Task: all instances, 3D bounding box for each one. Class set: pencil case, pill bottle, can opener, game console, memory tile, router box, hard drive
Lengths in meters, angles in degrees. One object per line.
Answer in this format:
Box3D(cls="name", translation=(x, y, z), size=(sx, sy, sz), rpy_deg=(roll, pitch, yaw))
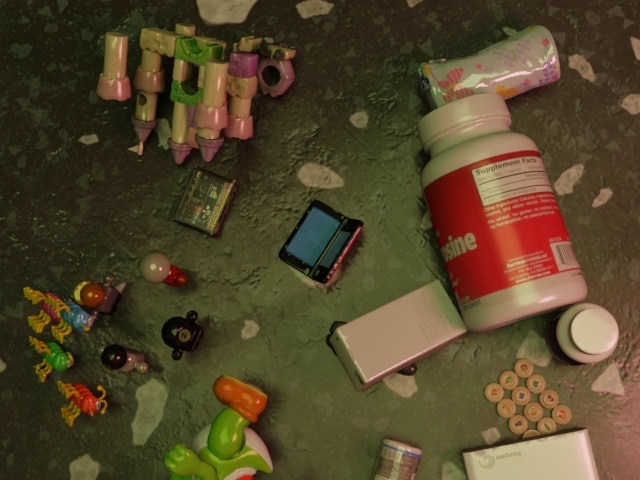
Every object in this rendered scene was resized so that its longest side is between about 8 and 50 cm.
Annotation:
Box3D(cls="pencil case", translation=(0.331, -0.330, 1.699), size=(0.273, 0.113, 0.124), rpy_deg=(-18, 64, 2))
Box3D(cls="pill bottle", translation=(0.474, 0.170, 1.555), size=(0.108, 0.193, 0.108), rpy_deg=(-1, 80, 5))
Box3D(cls="can opener", translation=(0.097, 0.215, 1.650), size=(0.186, 0.059, 0.073), rpy_deg=(23, 82, 9))
Box3D(cls="game console", translation=(0.000, 0.000, 1.687), size=(0.085, 0.124, 0.144), rpy_deg=(34, 84, -17))
Box3D(cls="memory tile", translation=(0.392, 0.309, 1.630), size=(0.113, 0.012, 0.148), rpy_deg=(-38, 79, -2))
Box3D(cls="router box", translation=(-0.232, -0.078, 1.743), size=(0.092, 0.038, 0.122), rpy_deg=(21, 83, 9))
Box3D(cls="pill bottle", translation=(0.319, -0.052, 1.591), size=(0.229, 0.229, 0.407), rpy_deg=(-17, 79, 2))
Box3D(cls="pill bottle", translation=(0.134, 0.443, 1.596), size=(0.078, 0.078, 0.137), rpy_deg=(16, 82, 8))
Box3D(cls="hard drive", translation=(0.409, 0.538, 1.564), size=(0.233, 0.047, 0.353), rpy_deg=(-12, 81, 3))

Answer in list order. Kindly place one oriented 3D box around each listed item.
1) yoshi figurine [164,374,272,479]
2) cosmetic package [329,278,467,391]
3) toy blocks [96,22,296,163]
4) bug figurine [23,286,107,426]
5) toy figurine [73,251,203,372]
Box3D(cls="yoshi figurine", translation=(-0.238, 0.422, 1.571), size=(0.203, 0.204, 0.362), rpy_deg=(5, 68, 48))
Box3D(cls="cosmetic package", translation=(0.145, 0.176, 1.604), size=(0.231, 0.085, 0.117), rpy_deg=(-23, 74, -18))
Box3D(cls="toy blocks", translation=(-0.246, -0.269, 1.715), size=(0.289, 0.309, 0.260), rpy_deg=(18, 115, 20))
Box3D(cls="bug figurine", translation=(-0.482, 0.200, 1.632), size=(0.072, 0.279, 0.216), rpy_deg=(-20, 37, -36))
Box3D(cls="toy figurine", translation=(-0.346, 0.144, 1.658), size=(0.210, 0.148, 0.213), rpy_deg=(-20, 79, 1))
